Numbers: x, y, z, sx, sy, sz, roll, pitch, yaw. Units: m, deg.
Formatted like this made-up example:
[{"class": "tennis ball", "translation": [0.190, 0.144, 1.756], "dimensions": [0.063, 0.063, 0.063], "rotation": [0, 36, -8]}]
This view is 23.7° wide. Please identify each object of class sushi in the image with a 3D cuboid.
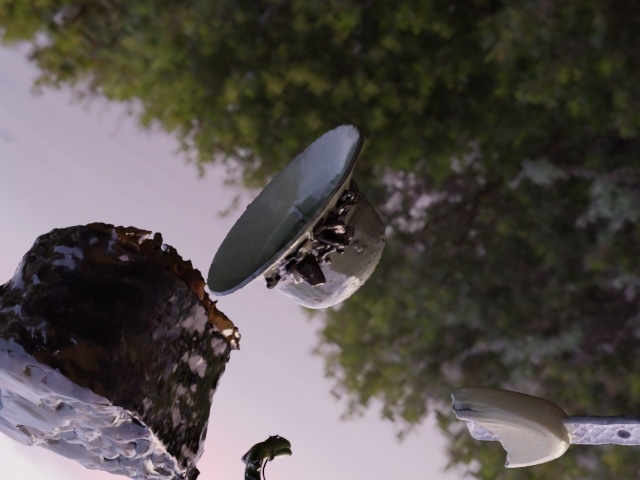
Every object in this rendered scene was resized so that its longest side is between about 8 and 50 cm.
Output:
[{"class": "sushi", "translation": [-0.213, 0.099, 1.438], "dimensions": [0.234, 0.208, 0.348], "rotation": [17, 160, 12]}]

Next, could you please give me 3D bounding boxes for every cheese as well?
[{"class": "cheese", "translation": [0.279, 0.222, 1.819], "dimensions": [0.235, 0.050, 0.127], "rotation": [-5, 131, 26]}]

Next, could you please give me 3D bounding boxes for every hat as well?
[{"class": "hat", "translation": [0.000, 0.000, 1.774], "dimensions": [0.130, 0.257, 0.257], "rotation": [41, 173, -17]}]

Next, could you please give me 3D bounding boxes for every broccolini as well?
[{"class": "broccolini", "translation": [-0.029, 0.262, 1.485], "dimensions": [0.123, 0.062, 0.271], "rotation": [57, -169, -12]}]
